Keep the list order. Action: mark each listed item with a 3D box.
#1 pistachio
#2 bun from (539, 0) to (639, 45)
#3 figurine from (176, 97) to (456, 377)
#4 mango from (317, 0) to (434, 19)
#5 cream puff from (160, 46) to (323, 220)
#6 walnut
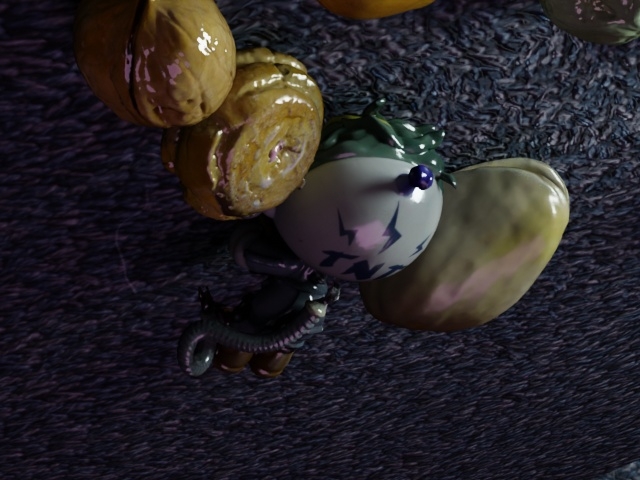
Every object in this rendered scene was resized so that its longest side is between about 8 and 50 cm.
[{"bbox_3d":[0.174,0.003,2.007,0.288,0.197,0.166,-39,-168,12],"label":"pistachio"},{"bbox_3d":[0.311,-0.270,1.635,0.195,0.118,0.195,-16,156,-7],"label":"bun"},{"bbox_3d":[0.002,-0.001,1.849,0.261,0.186,0.382,-1,143,-42],"label":"figurine"},{"bbox_3d":[0.061,-0.253,1.534,0.184,0.084,0.102,3,146,-46],"label":"mango"},{"bbox_3d":[-0.082,-0.113,1.642,0.189,0.129,0.189,-32,146,-25],"label":"cream puff"},{"bbox_3d":[-0.152,-0.175,1.480,0.144,0.144,0.180,-20,160,0],"label":"walnut"}]
